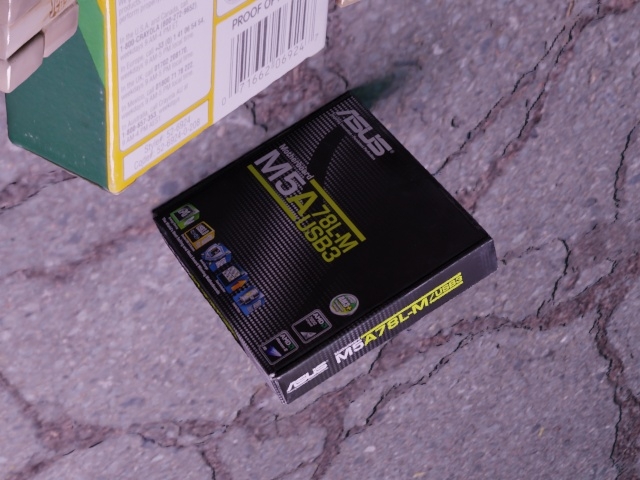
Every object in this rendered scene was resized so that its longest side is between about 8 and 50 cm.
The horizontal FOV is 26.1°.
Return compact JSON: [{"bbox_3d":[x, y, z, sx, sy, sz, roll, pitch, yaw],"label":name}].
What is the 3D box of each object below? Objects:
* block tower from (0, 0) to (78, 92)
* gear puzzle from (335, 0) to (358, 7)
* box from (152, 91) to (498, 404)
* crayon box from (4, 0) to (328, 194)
[{"bbox_3d":[-0.128,-0.225,0.511,0.091,0.097,0.335,-57,166,-47],"label":"block tower"},{"bbox_3d":[0.030,-0.245,0.918,0.339,0.044,0.175,-25,138,-22],"label":"gear puzzle"},{"bbox_3d":[0.000,0.000,1.001,0.184,0.191,0.045,-33,142,-8],"label":"box"},{"bbox_3d":[-0.072,-0.211,0.703,0.203,0.083,0.323,-41,148,-42],"label":"crayon box"}]
